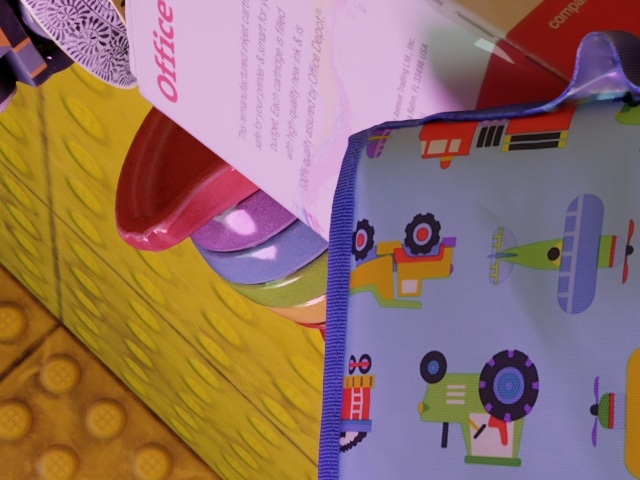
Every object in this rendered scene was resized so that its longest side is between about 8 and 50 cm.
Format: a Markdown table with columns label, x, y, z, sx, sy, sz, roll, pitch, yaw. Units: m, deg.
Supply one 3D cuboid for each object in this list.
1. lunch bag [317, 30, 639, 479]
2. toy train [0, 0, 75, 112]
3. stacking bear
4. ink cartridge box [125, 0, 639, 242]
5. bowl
| label | x | y | z | sx | sy | sz | roll | pitch | yaw |
| --- | --- | --- | --- | --- | --- | --- | --- | --- | --- |
| lunch bag | 0.109 | 0.067 | 0.454 | 0.221 | 0.138 | 0.293 | -3 | 91 | 37 |
| toy train | -0.327 | -0.251 | 1.005 | 0.142 | 0.190 | 0.334 | 26 | 152 | 42 |
| stacking bear | 0.000 | 0.000 | 0.919 | 0.289 | 0.175 | 0.164 | 48 | -164 | -37 |
| ink cartridge box | 0.043 | -0.102 | 0.642 | 0.306 | 0.131 | 0.226 | 39 | 151 | 20 |
| bowl | -0.174 | -0.210 | 0.950 | 0.170 | 0.080 | 0.170 | 39 | 159 | 18 |
